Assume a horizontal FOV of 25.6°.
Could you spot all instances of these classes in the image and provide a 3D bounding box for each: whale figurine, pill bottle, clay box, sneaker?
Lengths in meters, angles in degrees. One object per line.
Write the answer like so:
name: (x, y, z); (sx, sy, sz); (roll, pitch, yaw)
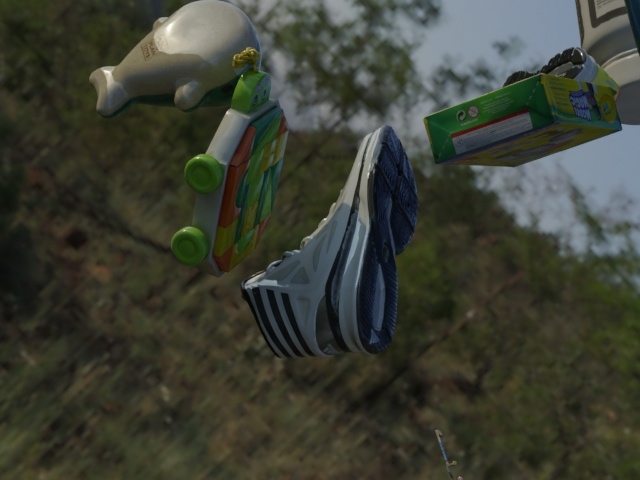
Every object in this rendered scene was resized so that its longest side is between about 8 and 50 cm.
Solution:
whale figurine: (-0.220, -0.259, 2.200); (0.141, 0.272, 0.216); (63, 3, -48)
pill bottle: (0.529, -0.389, 2.351); (0.204, 0.204, 0.361); (38, 45, -59)
clay box: (0.207, -0.113, 1.377); (0.222, 0.127, 0.053); (-2, 76, -59)
sneaker: (-0.001, 0.000, 2.259); (0.169, 0.257, 0.447); (58, 33, -40)
sneaker: (0.292, -0.170, 1.767); (0.094, 0.081, 0.208); (26, -19, -22)

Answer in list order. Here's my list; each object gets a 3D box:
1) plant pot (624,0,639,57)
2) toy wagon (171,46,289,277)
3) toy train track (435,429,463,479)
plant pot: (0.595, -0.331, 1.812); (0.341, 0.334, 0.341); (39, 44, -51)
toy wagon: (-0.120, -0.117, 2.111); (0.068, 0.344, 0.267); (20, 27, 14)
toy train track: (0.162, 0.274, 1.761); (0.048, 0.014, 0.083); (64, 7, -61)
